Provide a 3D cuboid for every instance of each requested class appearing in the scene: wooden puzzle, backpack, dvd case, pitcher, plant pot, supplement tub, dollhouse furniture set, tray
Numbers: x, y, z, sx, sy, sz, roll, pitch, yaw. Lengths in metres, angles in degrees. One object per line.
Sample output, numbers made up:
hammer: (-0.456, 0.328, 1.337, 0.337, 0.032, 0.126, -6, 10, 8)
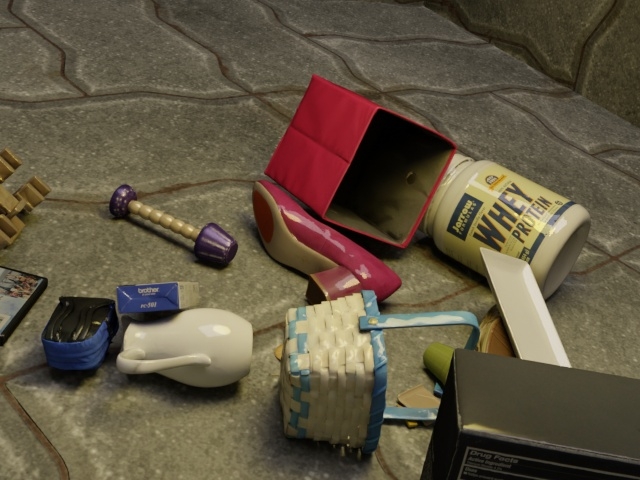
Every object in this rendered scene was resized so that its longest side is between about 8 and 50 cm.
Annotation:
wooden puzzle: (0.174, 0.281, 1.425, 0.116, 0.014, 0.078, -9, 42, -36)
backpack: (-0.368, 0.153, 1.293, 0.098, 0.101, 0.120, -3, 25, 6)
dvd case: (-0.607, 0.084, 1.385, 0.253, 0.022, 0.180, 15, 29, -1)
pitcher: (-0.210, 0.174, 1.300, 0.207, 0.125, 0.178, 3, 12, -10)
plant pot: (0.227, 0.221, 1.497, 0.083, 0.083, 0.079, -8, 24, -35)
supplement tub: (0.396, -0.034, 1.841, 0.325, 0.235, 0.235, 31, 33, 26)
dollhouse furniture set: (-0.659, -0.081, 1.526, 0.242, 0.161, 0.212, 48, 22, -21)
tray: (0.381, 0.140, 1.582, 0.145, 0.030, 0.270, 15, 46, -33)

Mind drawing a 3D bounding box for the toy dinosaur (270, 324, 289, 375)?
toy dinosaur: (-0.035, 0.198, 1.448, 0.093, 0.053, 0.183, 0, 27, 6)

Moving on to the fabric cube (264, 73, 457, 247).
fabric cube: (0.084, -0.172, 1.808, 0.254, 0.259, 0.258, 19, 13, -38)

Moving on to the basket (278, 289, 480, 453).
basket: (0.083, 0.196, 1.283, 0.289, 0.254, 0.201, 4, 43, -4)

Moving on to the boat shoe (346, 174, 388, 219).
boat shoe: (0.118, -0.099, 1.992, 0.070, 0.077, 0.219, 18, 20, -40)

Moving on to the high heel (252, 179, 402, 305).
high heel: (0.000, 0.000, 1.710, 0.181, 0.127, 0.377, -12, 53, -29)

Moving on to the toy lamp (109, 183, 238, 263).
toy lamp: (-0.291, -0.029, 1.673, 0.275, 0.080, 0.080, 25, 31, 19)

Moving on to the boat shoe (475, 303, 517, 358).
boat shoe: (0.351, 0.189, 1.608, 0.104, 0.089, 0.285, 45, 36, -1)

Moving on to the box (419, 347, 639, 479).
box: (0.292, 0.324, 1.094, 0.296, 0.294, 0.182, 10, 30, 1)

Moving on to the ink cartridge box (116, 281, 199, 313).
ink cartridge box: (-0.263, 0.092, 1.382, 0.097, 0.046, 0.207, -4, -3, 0)
